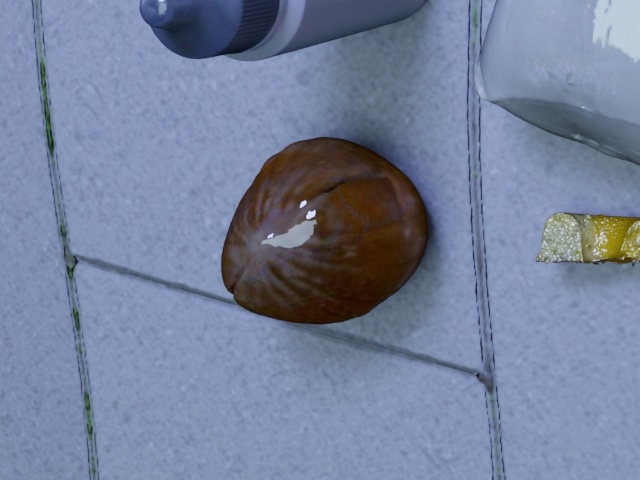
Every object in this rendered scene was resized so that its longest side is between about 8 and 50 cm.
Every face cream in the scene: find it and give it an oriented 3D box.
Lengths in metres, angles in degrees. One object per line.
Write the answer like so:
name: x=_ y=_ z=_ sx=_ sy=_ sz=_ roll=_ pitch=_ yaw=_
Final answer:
face cream: x=-0.024 y=-0.167 z=1.011 sx=0.092 sy=0.311 sz=0.092 roll=8 pitch=109 yaw=26

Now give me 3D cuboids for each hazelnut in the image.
hazelnut: x=0.000 y=0.000 z=1.144 sx=0.150 sy=0.150 sz=0.150 roll=8 pitch=107 yaw=27

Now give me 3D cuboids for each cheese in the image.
cheese: x=0.204 y=-0.143 z=0.988 sx=0.198 sy=0.154 sz=0.189 roll=22 pitch=108 yaw=22

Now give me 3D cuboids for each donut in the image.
donut: x=0.200 y=0.000 z=1.082 sx=0.083 sy=0.067 sz=0.038 roll=-1 pitch=86 yaw=62
